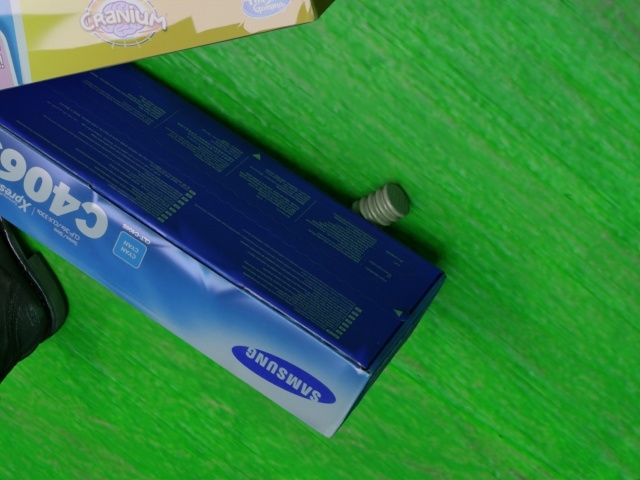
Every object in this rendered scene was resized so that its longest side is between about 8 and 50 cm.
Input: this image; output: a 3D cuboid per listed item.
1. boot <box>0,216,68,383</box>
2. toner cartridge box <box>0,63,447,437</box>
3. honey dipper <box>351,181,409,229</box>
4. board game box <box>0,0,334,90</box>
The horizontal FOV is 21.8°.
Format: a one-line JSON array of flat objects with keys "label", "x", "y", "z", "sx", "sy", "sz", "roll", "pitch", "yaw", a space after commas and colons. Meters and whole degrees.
[{"label": "boot", "x": -0.322, "y": 0.041, "z": 1.328, "sx": 0.091, "sy": 0.229, "sz": 0.263, "roll": -36, "pitch": 101, "yaw": 29}, {"label": "toner cartridge box", "x": -0.090, "y": -0.011, "z": 1.244, "sx": 0.348, "sy": 0.165, "sz": 0.075, "roll": 34, "pitch": 125, "yaw": 7}, {"label": "honey dipper", "x": 0.000, "y": 0.000, "z": 1.323, "sx": 0.161, "sy": 0.030, "sz": 0.030, "roll": -28, "pitch": 105, "yaw": 31}, {"label": "board game box", "x": -0.120, "y": -0.183, "z": 1.144, "sx": 0.316, "sy": 0.242, "sz": 0.064, "roll": -10, "pitch": 111, "yaw": 21}]
